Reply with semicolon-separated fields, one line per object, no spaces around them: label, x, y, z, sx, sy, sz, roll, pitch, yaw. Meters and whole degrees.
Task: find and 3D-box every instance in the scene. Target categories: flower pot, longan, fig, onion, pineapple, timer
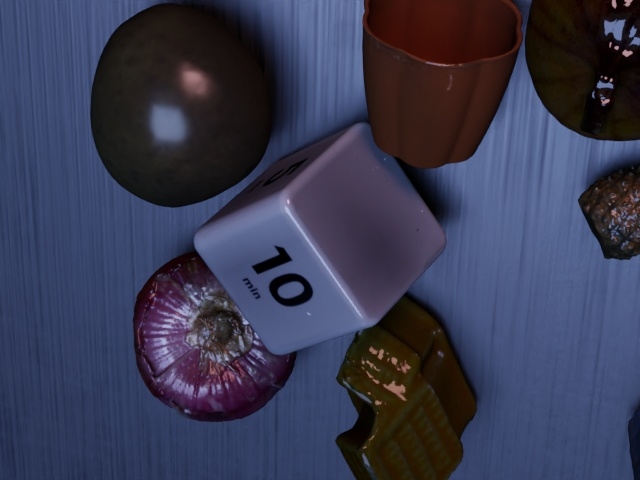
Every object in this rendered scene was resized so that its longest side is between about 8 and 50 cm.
flower pot;0.130;-0.185;1.636;0.191;0.190;0.173;15;130;11
longan;-0.174;-0.165;1.731;0.246;0.215;0.246;-2;87;27
fig;0.336;-0.218;1.542;0.235;0.214;0.235;0;89;12
onion;-0.142;0.128;1.895;0.230;0.163;0.230;1;82;-9
pineapple;0.404;-0.056;1.657;0.198;0.108;0.108;-28;103;15
timer;0.000;0.000;1.726;0.195;0.194;0.192;-22;107;49

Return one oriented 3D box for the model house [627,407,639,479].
model house;0.562;0.310;1.644;0.382;0.334;0.342;-5;115;10

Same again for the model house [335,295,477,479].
model house;0.082;0.227;1.808;0.173;0.239;0.268;-22;107;27
